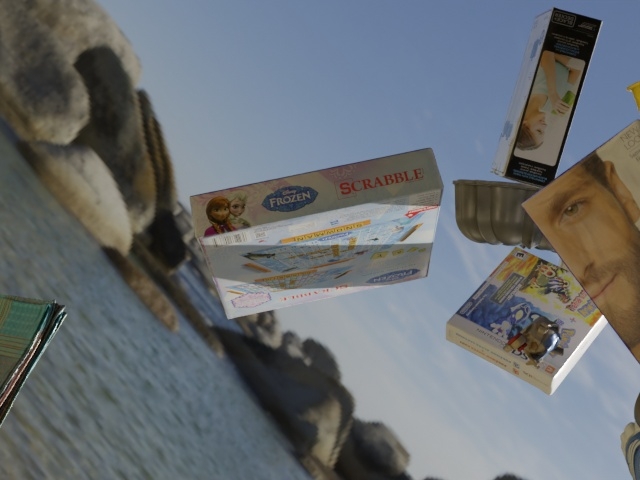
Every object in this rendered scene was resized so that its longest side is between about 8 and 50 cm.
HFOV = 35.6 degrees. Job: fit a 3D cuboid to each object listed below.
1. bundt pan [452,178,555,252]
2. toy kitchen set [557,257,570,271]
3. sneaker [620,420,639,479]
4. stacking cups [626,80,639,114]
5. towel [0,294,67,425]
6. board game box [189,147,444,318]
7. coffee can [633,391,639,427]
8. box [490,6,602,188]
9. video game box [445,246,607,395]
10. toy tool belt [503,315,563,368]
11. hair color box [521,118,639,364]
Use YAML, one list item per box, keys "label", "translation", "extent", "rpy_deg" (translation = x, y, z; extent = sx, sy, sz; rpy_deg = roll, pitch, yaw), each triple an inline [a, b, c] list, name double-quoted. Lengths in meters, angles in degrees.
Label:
- label: "bundt pan"
  translation: [0.424, -0.043, 2.017]
  extent: [0.330, 0.124, 0.331]
  rpy_deg: [8, 0, 0]
- label: "toy kitchen set"
  translation: [0.490, 0.080, 1.778]
  extent: [0.166, 0.122, 0.207]
  rpy_deg: [11, 4, 3]
- label: "sneaker"
  translation: [0.489, 0.386, 1.323]
  extent: [0.330, 0.129, 0.147]
  rpy_deg: [58, 20, -27]
- label: "stacking cups"
  translation: [0.539, -0.091, 1.453]
  extent: [0.096, 0.096, 0.316]
  rpy_deg: [126, -53, -84]
- label: "towel"
  translation: [-0.621, 0.208, 1.733]
  extent: [0.370, 0.272, 0.040]
  rpy_deg: [3, -33, 41]
- label: "board game box"
  translation: [0.000, 0.000, 1.387]
  extent: [0.318, 0.318, 0.066]
  rpy_deg: [87, -8, -67]
- label: "coffee can"
  translation: [0.454, 0.216, 0.916]
  extent: [0.275, 0.201, 0.201]
  rpy_deg: [60, 2, 41]
- label: "box"
  translation: [0.380, -0.239, 1.705]
  extent: [0.087, 0.290, 0.169]
  rpy_deg: [16, 6, 0]
- label: "video game box"
  translation: [0.325, 0.117, 1.530]
  extent: [0.187, 0.205, 0.048]
  rpy_deg: [28, -36, 28]
- label: "toy tool belt"
  translation: [0.247, 0.119, 1.125]
  extent: [0.051, 0.052, 0.083]
  rpy_deg: [50, 31, 13]
- label: "hair color box"
  translation: [0.434, 0.034, 1.277]
  extent: [0.339, 0.185, 0.110]
  rpy_deg: [55, 16, 8]
